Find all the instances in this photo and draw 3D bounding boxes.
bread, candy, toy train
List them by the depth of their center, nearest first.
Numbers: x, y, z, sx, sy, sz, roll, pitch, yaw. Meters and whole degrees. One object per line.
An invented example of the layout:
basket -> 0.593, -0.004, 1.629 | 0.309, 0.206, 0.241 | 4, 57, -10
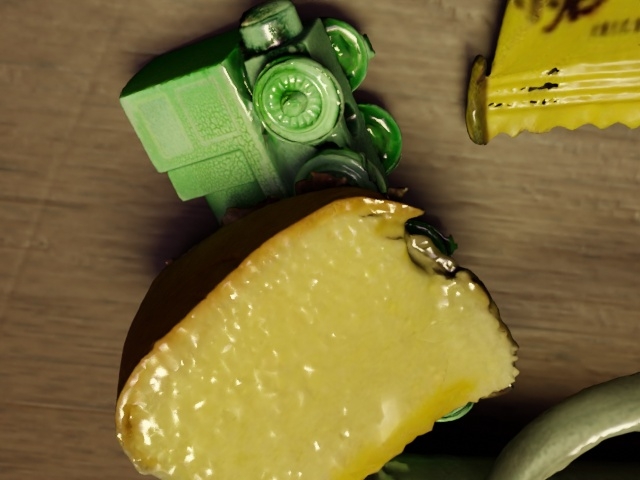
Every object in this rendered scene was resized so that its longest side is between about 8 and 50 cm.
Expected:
candy -> 0.152, -0.185, 0.509 | 0.187, 0.081, 0.297 | -3, 122, 1
bread -> -0.004, 0.046, 0.531 | 0.160, 0.169, 0.140 | -36, 108, 5
toy train -> 0.000, 0.000, 0.579 | 0.119, 0.085, 0.251 | -14, 116, 23

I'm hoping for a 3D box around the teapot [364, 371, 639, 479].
teapot -> 0.152, 0.178, 0.568 | 0.337, 0.200, 0.270 | 2, 125, -3
